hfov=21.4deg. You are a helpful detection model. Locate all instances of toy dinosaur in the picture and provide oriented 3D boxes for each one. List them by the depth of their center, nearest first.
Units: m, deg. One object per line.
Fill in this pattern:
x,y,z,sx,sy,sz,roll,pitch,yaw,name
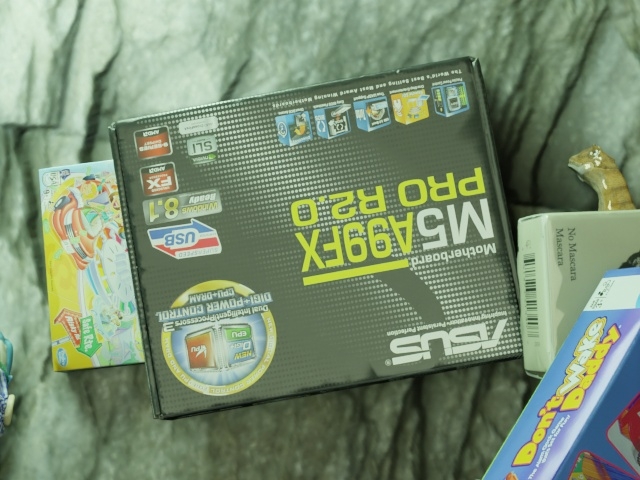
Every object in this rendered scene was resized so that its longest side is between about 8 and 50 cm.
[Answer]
0.226,0.029,1.165,0.112,0.064,0.211,-36,79,5,toy dinosaur

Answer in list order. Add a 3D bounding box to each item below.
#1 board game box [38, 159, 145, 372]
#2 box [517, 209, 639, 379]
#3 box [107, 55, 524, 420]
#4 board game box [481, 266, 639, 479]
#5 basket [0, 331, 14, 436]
-0.152,0.017,1.261,0.103,0.026,0.154,-7,83,10,board game box
0.272,0.031,1.102,0.275,0.094,0.113,-4,88,-5,box
0.000,0.000,1.200,0.270,0.060,0.216,-10,82,4,box
0.257,0.209,1.003,0.347,0.078,0.233,38,74,-15,board game box
-0.328,0.131,1.150,0.201,0.289,0.254,9,89,17,basket
